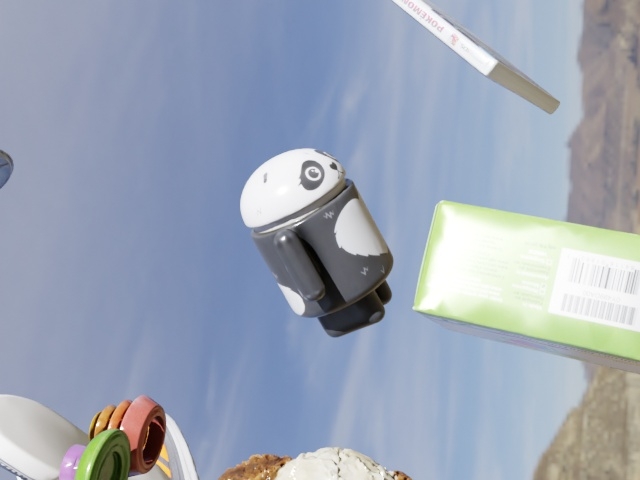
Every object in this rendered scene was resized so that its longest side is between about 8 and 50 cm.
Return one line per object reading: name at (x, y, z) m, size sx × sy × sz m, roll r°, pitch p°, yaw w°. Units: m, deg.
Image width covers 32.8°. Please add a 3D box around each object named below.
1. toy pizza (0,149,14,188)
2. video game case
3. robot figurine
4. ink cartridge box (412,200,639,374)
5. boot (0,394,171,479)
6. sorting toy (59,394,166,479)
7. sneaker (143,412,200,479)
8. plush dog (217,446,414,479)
toy pizza at (-0.539, -0.090, 1.547) m, size 0.032 × 0.201 × 0.201 m, roll 66°, pitch -171°, yaw 16°
video game case at (0.172, -0.223, 1.249) m, size 0.023 × 0.183 × 0.201 m, roll -53°, pitch -29°, yaw 15°
robot figurine at (0.001, 0.000, 1.583) m, size 0.278 × 0.174 × 0.209 m, roll 61°, pitch 165°, yaw -14°
ink cartridge box at (0.208, 0.055, 0.945) m, size 0.255 × 0.189 × 0.097 m, roll 35°, pitch -112°, yaw -67°
boot at (-0.198, 0.184, 0.803) m, size 0.190 × 0.086 × 0.069 m, roll 39°, pitch -165°, yaw -40°
sorting toy at (-0.125, 0.124, 0.615) m, size 0.102 × 0.042 × 0.061 m, roll -34°, pitch -49°, yaw -70°
sneaker at (-0.223, 0.331, 1.276) m, size 0.321 × 0.180 × 0.124 m, roll -124°, pitch 22°, yaw -55°
plush dog at (0.000, 0.308, 1.026) m, size 0.210 × 0.263 × 0.225 m, roll 112°, pitch 169°, yaw -76°
